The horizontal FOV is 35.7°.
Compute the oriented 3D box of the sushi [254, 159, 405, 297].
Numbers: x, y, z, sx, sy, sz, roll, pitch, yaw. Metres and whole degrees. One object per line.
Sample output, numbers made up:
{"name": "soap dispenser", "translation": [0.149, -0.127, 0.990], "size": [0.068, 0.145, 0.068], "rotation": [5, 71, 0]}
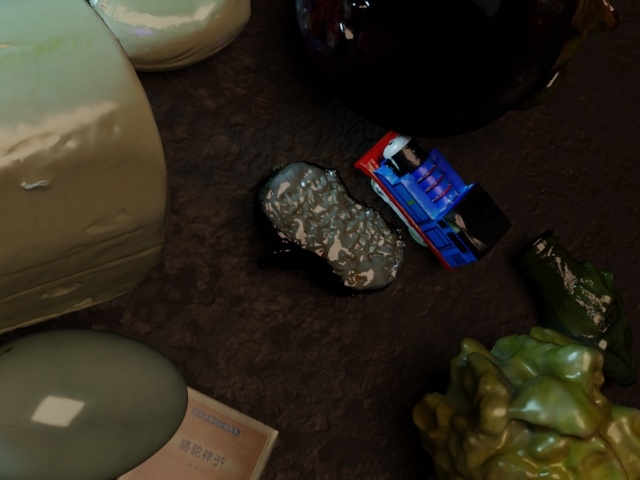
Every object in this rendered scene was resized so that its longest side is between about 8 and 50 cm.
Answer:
{"name": "sushi", "translation": [0.000, 0.000, 1.299], "size": [0.212, 0.115, 0.147], "rotation": [36, 66, -11]}

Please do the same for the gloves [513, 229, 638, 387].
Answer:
{"name": "gloves", "translation": [0.383, 0.106, 1.448], "size": [0.135, 0.107, 0.268], "rotation": [-39, 100, 8]}

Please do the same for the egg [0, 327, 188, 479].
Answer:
{"name": "egg", "translation": [-0.276, 0.189, 1.116], "size": [0.264, 0.183, 0.183], "rotation": [-5, 83, -29]}

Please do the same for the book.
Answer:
{"name": "book", "translation": [-0.171, 0.312, 1.227], "size": [0.170, 0.018, 0.242], "rotation": [29, 72, -15]}

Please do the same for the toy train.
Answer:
{"name": "toy train", "translation": [0.153, -0.060, 1.361], "size": [0.083, 0.131, 0.204], "rotation": [-44, 98, -22]}

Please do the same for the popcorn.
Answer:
{"name": "popcorn", "translation": [0.264, 0.248, 1.252], "size": [0.312, 0.312, 0.312], "rotation": [4, 80, -22]}

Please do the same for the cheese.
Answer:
{"name": "cheese", "translation": [-0.214, -0.349, 1.265], "size": [0.233, 0.127, 0.266], "rotation": [-5, 82, -23]}

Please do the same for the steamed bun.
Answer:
{"name": "steamed bun", "translation": [-0.362, -0.066, 0.981], "size": [0.371, 0.456, 0.290], "rotation": [-18, 79, -22]}

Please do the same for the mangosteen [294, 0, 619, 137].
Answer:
{"name": "mangosteen", "translation": [0.181, -0.323, 1.294], "size": [0.435, 0.382, 0.382], "rotation": [-13, 86, -36]}
